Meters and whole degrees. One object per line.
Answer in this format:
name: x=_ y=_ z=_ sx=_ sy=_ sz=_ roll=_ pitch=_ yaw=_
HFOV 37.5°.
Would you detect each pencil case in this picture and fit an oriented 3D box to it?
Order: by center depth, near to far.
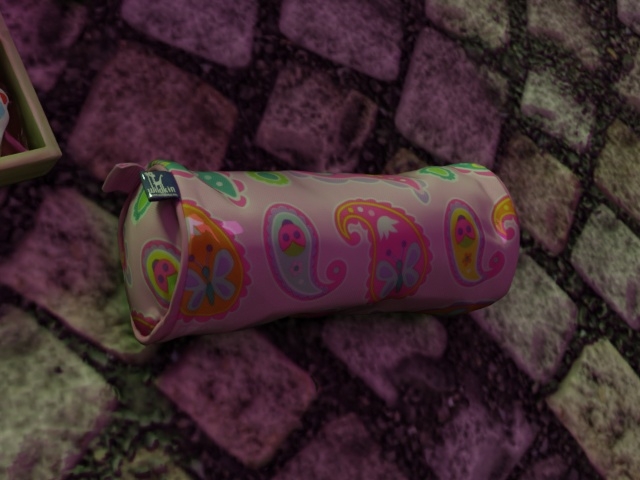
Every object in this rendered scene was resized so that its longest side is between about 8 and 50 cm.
pencil case: x=0.000 y=0.000 z=0.645 sx=0.284 sy=0.124 sz=0.124 roll=-1 pitch=72 yaw=-31

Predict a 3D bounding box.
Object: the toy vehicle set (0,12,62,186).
toy vehicle set: x=-0.289 y=-0.145 z=0.574 sx=0.166 sy=0.035 sz=0.267 roll=-21 pitch=83 yaw=-36
